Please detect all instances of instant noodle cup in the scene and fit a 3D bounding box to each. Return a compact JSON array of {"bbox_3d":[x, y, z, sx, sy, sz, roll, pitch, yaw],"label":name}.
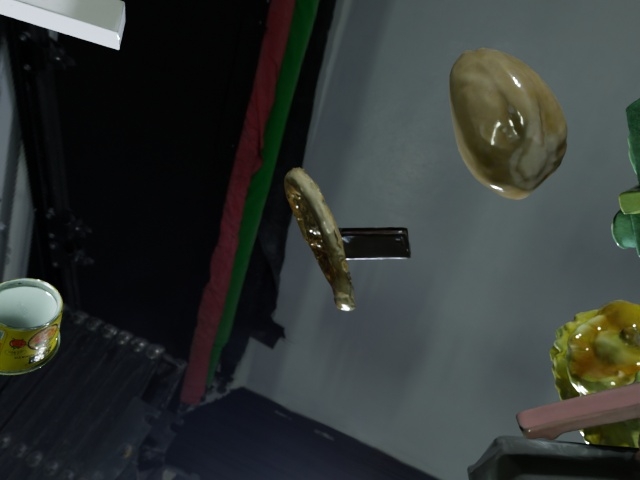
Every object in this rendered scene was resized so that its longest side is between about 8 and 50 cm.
[{"bbox_3d":[-0.653,0.175,0.987,0.144,0.182,0.182,-52,-3,32],"label":"instant noodle cup"}]

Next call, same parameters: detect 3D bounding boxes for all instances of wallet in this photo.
[{"bbox_3d":[0.137,0.010,1.206,0.110,0.198,0.031,74,-158,-43],"label":"wallet"}]

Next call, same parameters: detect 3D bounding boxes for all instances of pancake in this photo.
[{"bbox_3d":[0.002,-0.001,1.026,0.065,0.356,0.356,-24,-29,-10],"label":"pancake"}]

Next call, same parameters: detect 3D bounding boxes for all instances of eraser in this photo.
[{"bbox_3d":[-0.577,-0.502,0.957,0.076,0.298,0.078,161,118,-67],"label":"eraser"}]

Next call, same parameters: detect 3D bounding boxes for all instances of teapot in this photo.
[{"bbox_3d":[0.397,0.364,0.593,0.305,0.362,0.375,-68,-41,-73],"label":"teapot"}]

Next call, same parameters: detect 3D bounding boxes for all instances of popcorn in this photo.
[{"bbox_3d":[0.640,0.289,0.938,0.335,0.279,0.274,-108,24,-56],"label":"popcorn"}]

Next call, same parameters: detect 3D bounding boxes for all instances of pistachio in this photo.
[{"bbox_3d":[0.200,-0.135,0.505,0.126,0.108,0.185,69,-173,-76],"label":"pistachio"}]

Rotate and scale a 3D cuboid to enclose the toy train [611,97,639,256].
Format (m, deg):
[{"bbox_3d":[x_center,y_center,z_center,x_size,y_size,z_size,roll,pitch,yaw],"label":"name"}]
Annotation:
[{"bbox_3d":[0.526,-0.076,0.491,0.160,0.397,0.253,-23,-79,-31],"label":"toy train"}]
